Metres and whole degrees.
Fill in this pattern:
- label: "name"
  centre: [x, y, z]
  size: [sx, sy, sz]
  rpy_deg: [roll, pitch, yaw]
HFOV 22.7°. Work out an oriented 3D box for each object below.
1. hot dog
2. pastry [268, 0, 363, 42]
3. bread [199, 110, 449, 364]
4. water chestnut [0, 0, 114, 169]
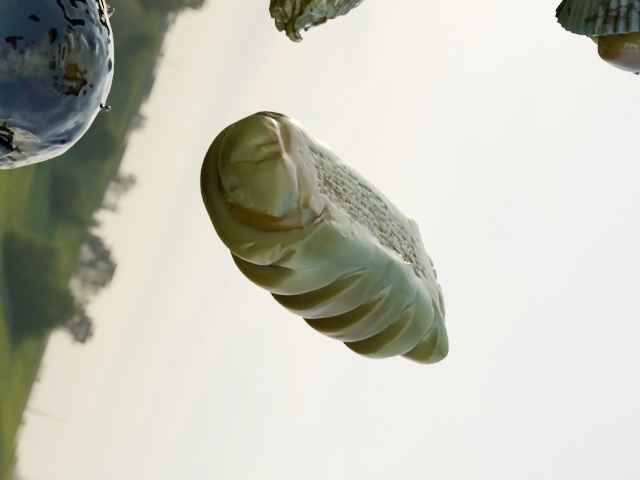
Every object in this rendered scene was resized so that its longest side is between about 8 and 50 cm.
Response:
- label: "hot dog"
  centre: [0.229, -0.129, 0.896]
  size: [0.108, 0.191, 0.059]
  rpy_deg: [-117, -155, -66]
- label: "pastry"
  centre: [0.023, -0.353, 1.953]
  size: [0.250, 0.102, 0.154]
  rpy_deg: [-42, 143, -40]
- label: "bread"
  centre: [0.000, 0.000, 1.483]
  size: [0.121, 0.311, 0.173]
  rpy_deg: [-31, -133, 21]
- label: "water chestnut"
  centre: [-0.341, -0.193, 1.461]
  size: [0.300, 0.300, 0.300]
  rpy_deg: [-161, -90, -82]
